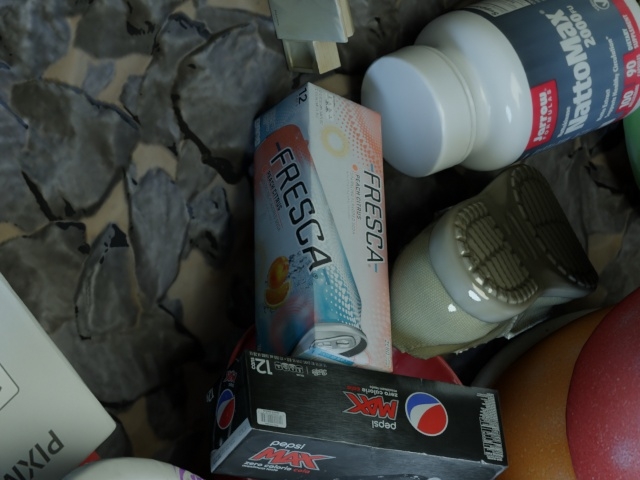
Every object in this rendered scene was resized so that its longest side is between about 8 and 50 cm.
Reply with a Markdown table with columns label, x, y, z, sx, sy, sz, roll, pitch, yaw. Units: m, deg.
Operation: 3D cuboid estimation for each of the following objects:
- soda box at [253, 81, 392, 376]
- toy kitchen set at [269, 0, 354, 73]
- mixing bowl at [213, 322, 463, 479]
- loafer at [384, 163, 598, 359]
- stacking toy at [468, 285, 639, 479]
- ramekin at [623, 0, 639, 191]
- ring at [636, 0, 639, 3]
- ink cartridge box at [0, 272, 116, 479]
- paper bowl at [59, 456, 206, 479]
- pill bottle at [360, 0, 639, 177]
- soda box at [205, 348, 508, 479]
| label | x | y | z | sx | sy | sz | roll | pitch | yaw |
| --- | --- | --- | --- | --- | --- | --- | --- | --- | --- |
| soda box | 0.000 | 0.000 | 1.177 | 0.063 | 0.058 | 0.183 | 20 | 54 | -35 |
| toy kitchen set | 0.018 | -0.153 | 1.213 | 0.075 | 0.068 | 0.083 | -24 | 111 | -32 |
| mixing bowl | 0.003 | 0.138 | 1.206 | 0.181 | 0.098 | 0.181 | 17 | 50 | -21 |
| loafer | 0.103 | 0.016 | 1.258 | 0.102 | 0.092 | 0.268 | 63 | 22 | 8 |
| stacking toy | 0.303 | 0.102 | 1.168 | 0.351 | 0.480 | 0.350 | 9 | 57 | -15 |
| ramekin | 0.372 | -0.122 | 1.413 | 0.303 | 0.148 | 0.303 | -15 | 113 | -39 |
| ring | 0.232 | -0.334 | 1.374 | 0.336 | 0.032 | 0.336 | -6 | 100 | -37 |
| ink cartridge box | -0.230 | 0.193 | 1.079 | 0.296 | 0.066 | 0.261 | -45 | 120 | -23 |
| paper bowl | -0.097 | 0.269 | 1.024 | 0.148 | 0.284 | 0.284 | -34 | 127 | 22 |
| pill bottle | 0.120 | -0.105 | 1.275 | 0.180 | 0.108 | 0.108 | -23 | 110 | -33 |
| soda box | 0.021 | 0.110 | 1.128 | 0.169 | 0.060 | 0.053 | 12 | 52 | -25 |
